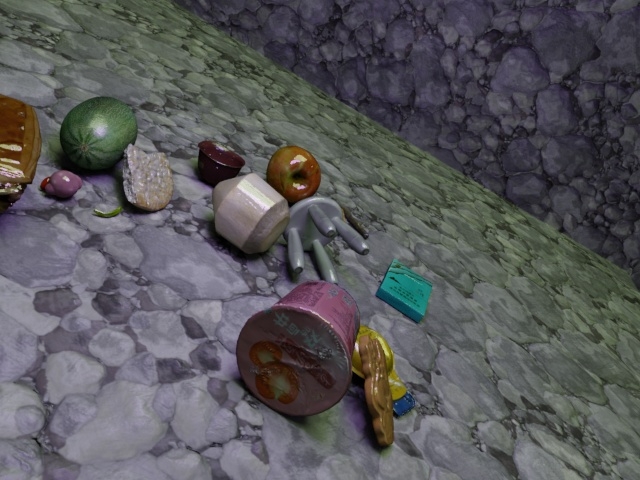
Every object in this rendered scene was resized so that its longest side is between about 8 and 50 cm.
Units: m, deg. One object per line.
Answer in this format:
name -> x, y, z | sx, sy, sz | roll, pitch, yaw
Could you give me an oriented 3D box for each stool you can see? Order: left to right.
stool -> 0.000, 0.000, 1.535 | 0.195, 0.195, 0.199 | 28, 23, -35

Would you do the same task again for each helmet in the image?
helmet -> -0.336, -0.240, 1.700 | 0.155, 0.106, 0.175 | 2, 37, -46

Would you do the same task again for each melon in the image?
melon -> -0.602, -0.301, 1.458 | 0.182, 0.182, 0.288 | 25, 31, -10

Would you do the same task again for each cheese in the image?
cheese -> 0.135, 0.305, 1.309 | 0.177, 0.069, 0.270 | -10, 54, -48

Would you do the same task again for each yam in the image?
yam -> 0.107, -0.089, 1.972 | 0.234, 0.027, 0.029 | 49, 3, 32

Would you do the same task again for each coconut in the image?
coconut -> -0.205, -0.082, 1.476 | 0.222, 0.202, 0.202 | 39, 28, 9

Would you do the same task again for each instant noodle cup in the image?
instant noodle cup -> -0.030, 0.211, 1.144 | 0.243, 0.243, 0.231 | 33, 21, 4

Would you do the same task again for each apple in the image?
apple -> -0.096, -0.232, 1.841 | 0.196, 0.196, 0.196 | 24, 28, -14

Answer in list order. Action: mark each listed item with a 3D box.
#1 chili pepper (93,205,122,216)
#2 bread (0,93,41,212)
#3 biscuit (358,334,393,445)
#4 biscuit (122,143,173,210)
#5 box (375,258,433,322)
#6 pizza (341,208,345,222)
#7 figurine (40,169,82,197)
chili pepper -> -0.530, -0.072, 1.329 | 0.030, 0.017, 0.083 | 37, 25, 13
bread -> -0.761, -0.187, 1.130 | 0.277, 0.167, 0.325 | 11, 42, -34
biscuit -> 0.129, 0.329, 1.176 | 0.144, 0.040, 0.236 | 30, 45, -56
biscuit -> -0.476, -0.178, 1.453 | 0.188, 0.040, 0.265 | 57, 21, -26
box -> 0.276, 0.158, 1.718 | 0.161, 0.042, 0.226 | 34, 28, 4
pizza -> 0.036, -0.083, 1.874 | 0.134, 0.046, 0.175 | -6, 45, -48
figurine -> -0.627, -0.136, 1.286 | 0.071, 0.067, 0.083 | 22, 38, 28
